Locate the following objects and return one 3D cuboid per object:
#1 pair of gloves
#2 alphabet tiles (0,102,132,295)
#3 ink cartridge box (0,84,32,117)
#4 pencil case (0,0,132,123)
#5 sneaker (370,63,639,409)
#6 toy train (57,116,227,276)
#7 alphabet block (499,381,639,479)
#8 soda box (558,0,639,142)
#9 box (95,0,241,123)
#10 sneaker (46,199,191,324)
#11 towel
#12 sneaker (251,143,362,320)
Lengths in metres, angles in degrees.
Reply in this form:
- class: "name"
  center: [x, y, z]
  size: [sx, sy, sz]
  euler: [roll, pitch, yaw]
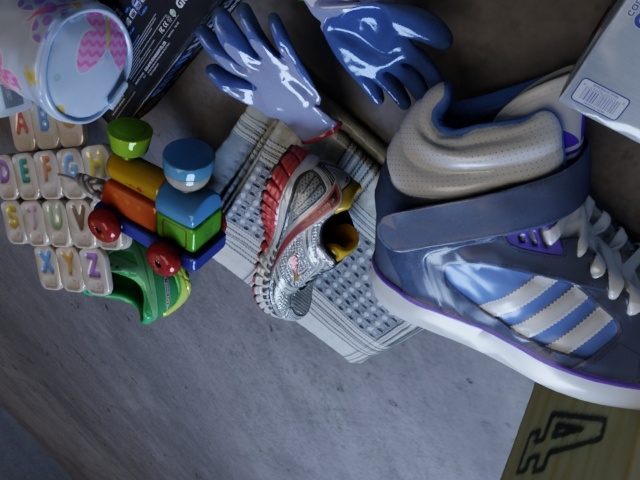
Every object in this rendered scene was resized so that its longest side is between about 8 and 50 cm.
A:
- class: "pair of gloves"
  center: [0.003, -0.146, 0.485]
  size: [0.198, 0.023, 0.159]
  euler: [-14, 143, 36]
- class: "alphabet tiles"
  center: [-0.375, -0.059, 0.856]
  size: [0.284, 0.021, 0.277]
  euler: [2, 102, 34]
- class: "ink cartridge box"
  center: [-0.466, -0.302, 0.779]
  size: [0.232, 0.066, 0.189]
  euler: [48, 146, 22]
- class: "pencil case"
  center: [-0.316, -0.208, 0.578]
  size: [0.273, 0.113, 0.124]
  euler: [26, 154, 17]
- class: "sneaker"
  center: [0.200, -0.009, 0.473]
  size: [0.323, 0.130, 0.236]
  euler: [18, 130, 12]
- class: "toy train"
  center: [-0.221, -0.077, 0.683]
  size: [0.248, 0.105, 0.143]
  euler: [27, 133, 16]
- class: "alphabet block"
  center: [0.309, 0.237, 0.577]
  size: [0.192, 0.197, 0.193]
  euler: [38, 142, 0]
- class: "soda box"
  center: [0.300, -0.071, 0.354]
  size: [0.286, 0.098, 0.091]
  euler: [30, 140, 9]
- class: "box"
  center: [-0.232, -0.286, 0.576]
  size: [0.293, 0.073, 0.296]
  euler: [48, 142, -12]
- class: "sneaker"
  center: [-0.336, 0.013, 0.918]
  size: [0.296, 0.123, 0.109]
  euler: [37, 142, 2]
- class: "towel"
  center: [0.000, 0.000, 0.697]
  size: [0.324, 0.056, 0.312]
  euler: [41, 142, -3]
- class: "sneaker"
  center: [-0.013, 0.013, 0.624]
  size: [0.093, 0.088, 0.225]
  euler: [22, 138, 12]
